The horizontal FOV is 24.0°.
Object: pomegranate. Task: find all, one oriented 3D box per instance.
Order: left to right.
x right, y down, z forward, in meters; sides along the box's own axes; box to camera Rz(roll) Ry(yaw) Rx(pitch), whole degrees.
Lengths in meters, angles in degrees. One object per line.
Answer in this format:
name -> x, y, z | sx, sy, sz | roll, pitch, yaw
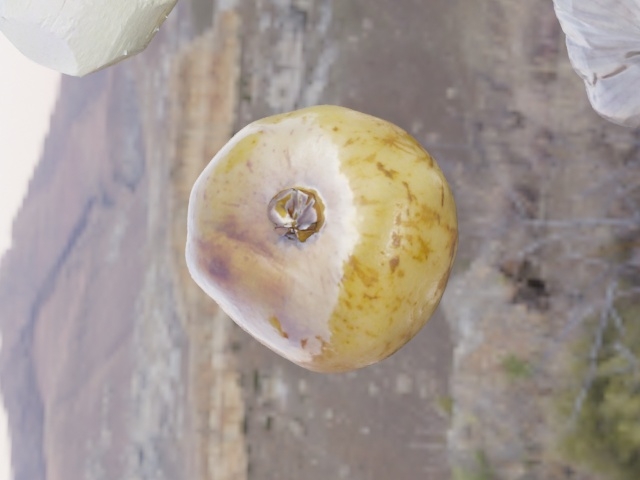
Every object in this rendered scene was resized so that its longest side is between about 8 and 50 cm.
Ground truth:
pomegranate -> 0.000, 0.000, 1.176 | 0.215, 0.215, 0.215 | -178, 90, -82

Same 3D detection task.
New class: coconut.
coconut -> -0.197, -0.212, 1.202 | 0.162, 0.161, 0.161 | -47, 29, 26

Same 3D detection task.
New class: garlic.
garlic -> 0.420, -0.267, 1.693 | 0.259, 0.317, 0.318 | -61, -18, -57
